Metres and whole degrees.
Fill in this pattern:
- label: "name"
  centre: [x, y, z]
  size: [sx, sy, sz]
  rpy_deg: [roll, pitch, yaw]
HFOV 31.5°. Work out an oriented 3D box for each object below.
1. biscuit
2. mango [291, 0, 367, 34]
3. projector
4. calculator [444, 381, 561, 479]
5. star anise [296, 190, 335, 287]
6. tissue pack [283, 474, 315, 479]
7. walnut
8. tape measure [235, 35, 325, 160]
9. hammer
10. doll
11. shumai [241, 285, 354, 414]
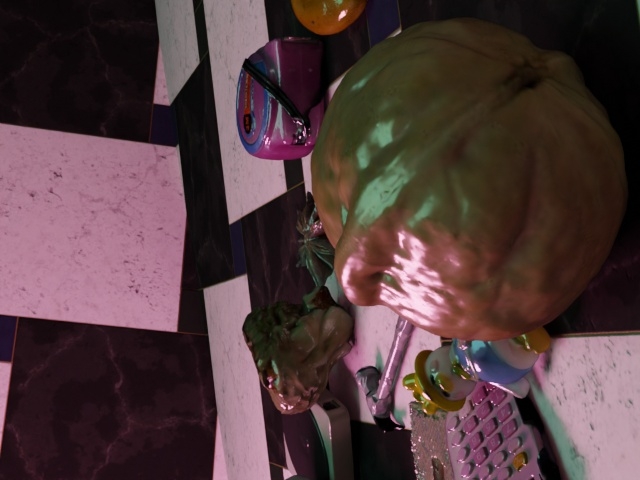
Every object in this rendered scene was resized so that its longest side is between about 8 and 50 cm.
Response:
- label: "biscuit"
  centre: [0.197, 0.325, 1.715]
  size: [0.250, 0.046, 0.147]
  rpy_deg: [178, 86, -73]
- label: "mango"
  centre: [0.016, -0.429, 1.995]
  size: [0.227, 0.099, 0.136]
  rpy_deg: [25, 113, 61]
- label: "projector"
  centre: [-0.002, 0.409, 2.328]
  size: [0.257, 0.079, 0.259]
  rpy_deg: [-145, 47, -59]
- label: "calculator"
  centre: [0.243, 0.303, 1.510]
  size: [0.194, 0.043, 0.294]
  rpy_deg: [-58, 37, 44]
- label: "star anise"
  centre: [0.000, 0.000, 2.241]
  size: [0.182, 0.065, 0.195]
  rpy_deg: [-171, 80, -68]
- label: "tissue pack"
  centre: [-0.014, 0.610, 2.130]
  size: [0.333, 0.229, 0.236]
  rpy_deg: [14, 122, 56]
- label: "walnut"
  centre: [0.157, -0.066, 1.257]
  size: [0.381, 0.381, 0.381]
  rpy_deg: [174, 90, -73]
- label: "tape measure"
  centre: [-0.071, -0.276, 2.256]
  size: [0.245, 0.149, 0.231]
  rpy_deg: [-176, 84, -66]
- label: "hammer"
  centre: [0.129, 0.158, 1.896]
  size: [0.427, 0.044, 0.152]
  rpy_deg: [101, 156, -42]
- label: "doll"
  centre: [0.200, 0.154, 1.476]
  size: [0.241, 0.135, 0.098]
  rpy_deg: [-42, 29, 40]
- label: "shumai"
  centre: [-0.031, 0.205, 2.205]
  size: [0.189, 0.218, 0.256]
  rpy_deg: [55, -178, -33]
